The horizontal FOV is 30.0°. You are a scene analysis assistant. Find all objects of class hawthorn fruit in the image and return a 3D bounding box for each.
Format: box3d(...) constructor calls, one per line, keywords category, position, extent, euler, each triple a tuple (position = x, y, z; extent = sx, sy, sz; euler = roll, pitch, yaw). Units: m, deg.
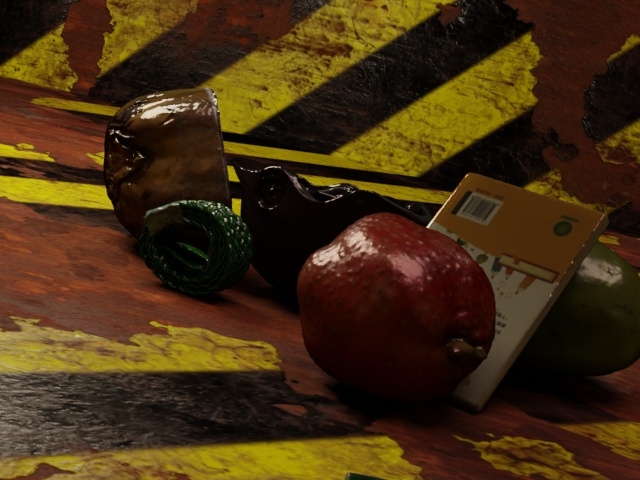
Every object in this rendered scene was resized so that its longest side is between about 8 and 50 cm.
box3d(category="hawthorn fruit", position=(0.093, 0.084, 1.285), extent=(0.205, 0.205, 0.253), euler=(6, 20, -35))

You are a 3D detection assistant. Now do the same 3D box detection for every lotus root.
box3d(category="lotus root", position=(-0.215, -0.094, 1.719), extent=(0.192, 0.272, 0.272), euler=(-2, 14, -10))

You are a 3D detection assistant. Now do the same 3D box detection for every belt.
box3d(category="belt", position=(-0.159, 0.006, 1.553), extent=(0.151, 0.121, 0.079), euler=(13, 12, 25))

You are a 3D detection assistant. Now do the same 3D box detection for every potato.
box3d(category="potato", position=(0.275, 0.070, 1.538), extent=(0.304, 0.216, 0.216), euler=(29, 16, 23))

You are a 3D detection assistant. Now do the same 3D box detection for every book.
box3d(category="book", position=(0.182, 0.050, 1.429), extent=(0.208, 0.295, 0.020), euler=(22, -27, 37))

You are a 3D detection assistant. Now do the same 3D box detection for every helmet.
box3d(category="helmet", position=(0.000, 0.000, 1.629), extent=(0.305, 0.177, 0.225), euler=(15, 5, 31))

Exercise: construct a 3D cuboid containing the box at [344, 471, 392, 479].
box3d(category="box", position=(0.085, 0.240, 0.879), extent=(0.132, 0.034, 0.235), euler=(12, 11, -5))
